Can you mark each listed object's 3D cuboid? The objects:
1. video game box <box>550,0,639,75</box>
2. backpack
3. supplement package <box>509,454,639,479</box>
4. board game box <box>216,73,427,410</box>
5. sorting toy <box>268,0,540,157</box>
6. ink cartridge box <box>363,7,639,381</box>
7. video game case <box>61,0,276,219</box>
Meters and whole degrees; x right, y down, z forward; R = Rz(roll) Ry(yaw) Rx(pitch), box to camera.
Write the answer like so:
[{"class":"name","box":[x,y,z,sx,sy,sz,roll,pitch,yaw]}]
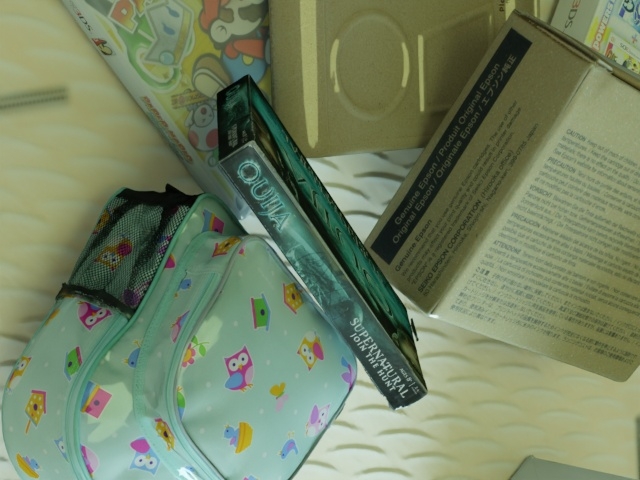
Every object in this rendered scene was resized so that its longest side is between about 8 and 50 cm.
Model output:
[{"class":"video game box","box":[0.241,-0.126,1.413,0.187,0.048,0.205,32,74,-41]},{"class":"backpack","box":[-0.083,0.084,1.100,0.188,0.144,0.166,-54,130,-19]},{"class":"supplement package","box":[0.217,0.284,1.337,0.149,0.194,0.203,-48,121,-26]},{"class":"board game box","box":[0.000,0.000,1.126,0.026,0.126,0.186,-32,111,9]},{"class":"sorting toy","box":[0.053,-0.155,1.229,0.208,0.038,0.193,-7,98,-36]},{"class":"ink cartridge box","box":[0.168,-0.023,1.277,0.234,0.088,0.193,21,106,-46]},{"class":"video game case","box":[-0.041,-0.163,1.184,0.227,0.026,0.206,-51,123,-24]}]
